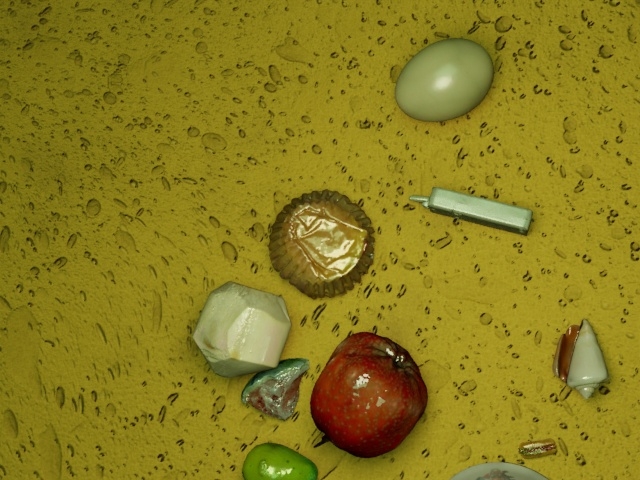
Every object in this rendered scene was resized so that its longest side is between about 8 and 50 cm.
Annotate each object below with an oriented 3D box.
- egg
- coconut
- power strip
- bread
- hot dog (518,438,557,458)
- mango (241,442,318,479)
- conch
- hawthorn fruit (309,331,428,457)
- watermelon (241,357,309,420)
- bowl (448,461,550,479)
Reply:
[{"bbox_3d":[0.294,-0.379,1.611,0.241,0.186,0.186,-27,73,13],"label":"egg"},{"bbox_3d":[-0.187,0.219,1.597,0.241,0.241,0.241,-3,78,14],"label":"coconut"},{"bbox_3d":[0.348,-0.074,1.582,0.287,0.093,0.053,16,86,16],"label":"power strip"},{"bbox_3d":[0.000,0.000,1.629,0.274,0.149,0.274,-2,77,7],"label":"bread"},{"bbox_3d":[0.475,0.456,1.477,0.083,0.021,0.037,-16,74,9],"label":"hot dog"},{"bbox_3d":[-0.095,0.536,1.567,0.178,0.100,0.119,6,78,8],"label":"mango"},{"bbox_3d":[0.563,0.256,1.461,0.104,0.094,0.176,-26,63,49],"label":"conch"},{"bbox_3d":[0.081,0.359,1.493,0.300,0.254,0.254,-44,71,19],"label":"hawthorn fruit"},{"bbox_3d":[-0.101,0.363,1.622,0.187,0.071,0.139,-28,77,7],"label":"watermelon"},{"bbox_3d":[0.381,0.643,1.393,0.345,0.157,0.346,-3,77,14],"label":"bowl"}]
